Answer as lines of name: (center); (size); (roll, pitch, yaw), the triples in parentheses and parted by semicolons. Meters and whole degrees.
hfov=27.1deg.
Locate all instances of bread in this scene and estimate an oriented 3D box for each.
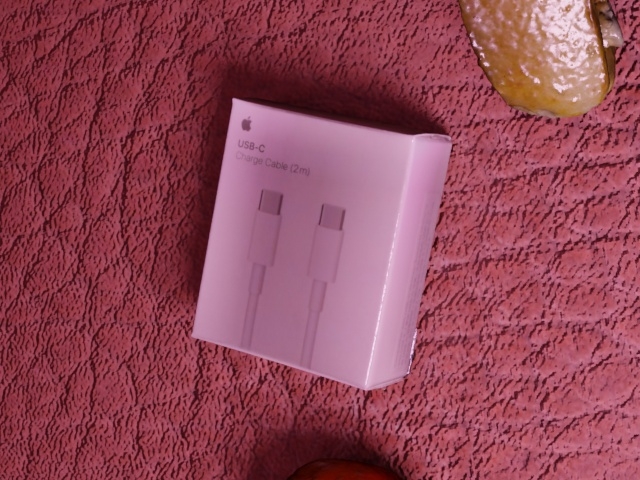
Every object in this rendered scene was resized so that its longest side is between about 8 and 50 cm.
bread: (0.180, -0.232, 1.151); (0.124, 0.186, 0.257); (-22, 96, 20)

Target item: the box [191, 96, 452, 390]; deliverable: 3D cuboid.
box: (0.000, 0.000, 1.298); (0.203, 0.106, 0.251); (15, 98, 27)

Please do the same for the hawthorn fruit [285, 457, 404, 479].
hawthorn fruit: (0.015, 0.292, 1.268); (0.200, 0.179, 0.179); (18, 100, 38)
